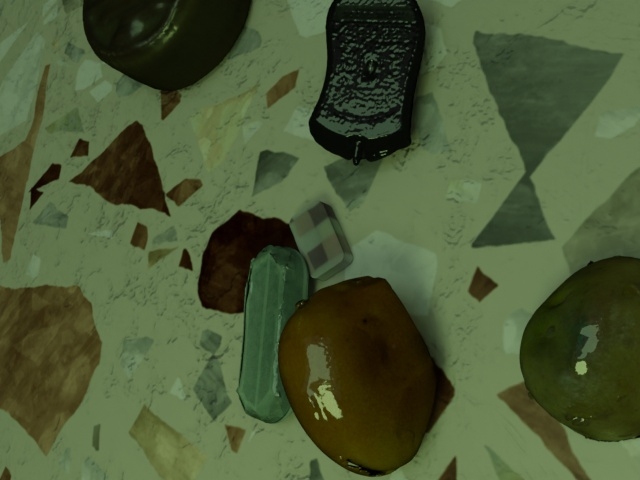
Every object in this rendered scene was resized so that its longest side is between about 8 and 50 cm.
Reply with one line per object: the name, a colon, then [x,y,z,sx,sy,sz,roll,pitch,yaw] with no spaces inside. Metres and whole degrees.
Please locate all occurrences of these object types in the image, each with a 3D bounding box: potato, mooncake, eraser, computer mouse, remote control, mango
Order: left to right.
mooncake: [-0.269,-0.408,1.298,0.284,0.155,0.284,-9,73,30]
remote control: [-0.068,0.128,1.062,0.104,0.052,0.247,-11,71,46]
eraser: [0.000,0.000,1.079,0.065,0.026,0.105,-35,60,24]
mango: [0.038,0.173,0.933,0.236,0.166,0.136,59,155,10]
computer mouse: [0.072,-0.226,1.061,0.147,0.088,0.264,9,80,18]
potato: [0.293,0.107,0.805,0.182,0.117,0.202,43,102,37]
